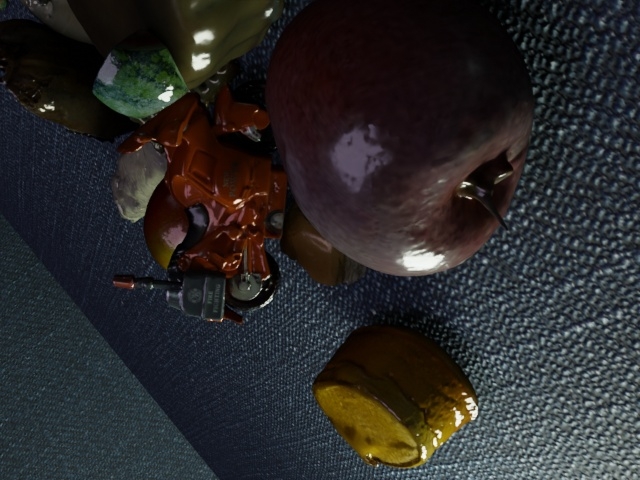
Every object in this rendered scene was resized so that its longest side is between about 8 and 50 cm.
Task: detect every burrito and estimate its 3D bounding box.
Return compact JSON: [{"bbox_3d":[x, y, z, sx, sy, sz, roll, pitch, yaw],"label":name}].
[{"bbox_3d":[-0.303,-0.123,1.465,0.117,0.076,0.392,59,152,-1],"label":"burrito"}]

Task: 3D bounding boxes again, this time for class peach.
[{"bbox_3d":[-0.167,-0.035,1.249,0.197,0.197,0.197,38,151,25],"label":"peach"}]

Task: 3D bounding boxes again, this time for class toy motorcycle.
[{"bbox_3d":[-0.151,-0.051,1.077,0.148,0.221,0.326,-95,11,-73],"label":"toy motorcycle"}]

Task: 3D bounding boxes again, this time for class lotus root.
[{"bbox_3d":[-0.329,-0.232,1.206,0.167,0.078,0.329,68,-162,6],"label":"lotus root"}]

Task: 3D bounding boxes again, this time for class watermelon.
[{"bbox_3d":[-0.189,-0.168,0.861,0.072,0.092,0.085,-107,0,-62],"label":"watermelon"}]

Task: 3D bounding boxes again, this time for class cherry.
[{"bbox_3d":[0.062,-0.108,0.748,0.307,0.221,0.261,55,158,37],"label":"cherry"}]

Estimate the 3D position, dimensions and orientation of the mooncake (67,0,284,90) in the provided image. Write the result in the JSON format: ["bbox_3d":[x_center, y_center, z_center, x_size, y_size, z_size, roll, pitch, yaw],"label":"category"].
[{"bbox_3d":[-0.173,-0.314,0.912,0.290,0.161,0.290,38,150,27],"label":"mooncake"}]

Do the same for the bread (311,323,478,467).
[{"bbox_3d":[0.101,0.215,1.173,0.195,0.142,0.269,50,156,-4],"label":"bread"}]

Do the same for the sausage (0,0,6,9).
[{"bbox_3d":[-0.586,-0.496,1.479,0.033,0.033,0.269,46,154,10],"label":"sausage"}]

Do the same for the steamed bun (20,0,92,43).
[{"bbox_3d":[-0.350,-0.375,1.114,0.239,0.152,0.170,46,147,13],"label":"steamed bun"}]

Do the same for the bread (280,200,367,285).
[{"bbox_3d":[0.002,0.000,1.124,0.125,0.082,0.106,40,157,25],"label":"bread"}]

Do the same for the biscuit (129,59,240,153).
[{"bbox_3d":[-0.212,-0.222,1.140,0.144,0.016,0.203,46,128,-11],"label":"biscuit"}]
